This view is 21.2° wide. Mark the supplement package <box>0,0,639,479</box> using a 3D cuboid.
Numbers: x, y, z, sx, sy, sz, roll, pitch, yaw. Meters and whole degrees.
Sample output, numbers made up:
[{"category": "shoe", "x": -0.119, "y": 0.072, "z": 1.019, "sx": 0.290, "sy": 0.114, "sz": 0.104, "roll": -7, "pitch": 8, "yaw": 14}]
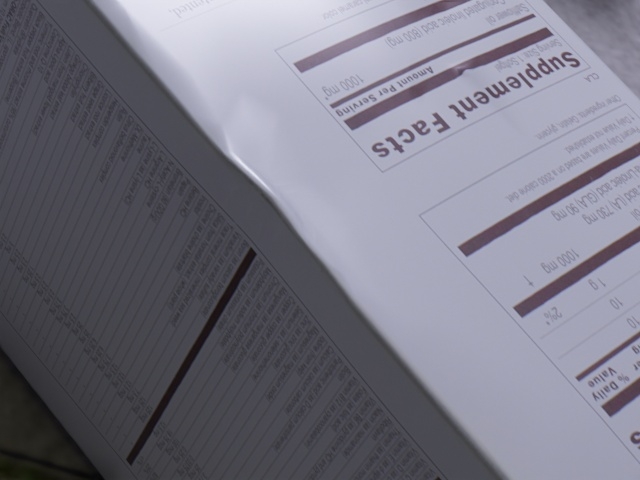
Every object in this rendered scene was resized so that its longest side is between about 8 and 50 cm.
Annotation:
[{"category": "supplement package", "x": 0.000, "y": 0.000, "z": 0.483, "sx": 0.134, "sy": 0.139, "sz": 0.244, "roll": -28, "pitch": 70, "yaw": -40}]
